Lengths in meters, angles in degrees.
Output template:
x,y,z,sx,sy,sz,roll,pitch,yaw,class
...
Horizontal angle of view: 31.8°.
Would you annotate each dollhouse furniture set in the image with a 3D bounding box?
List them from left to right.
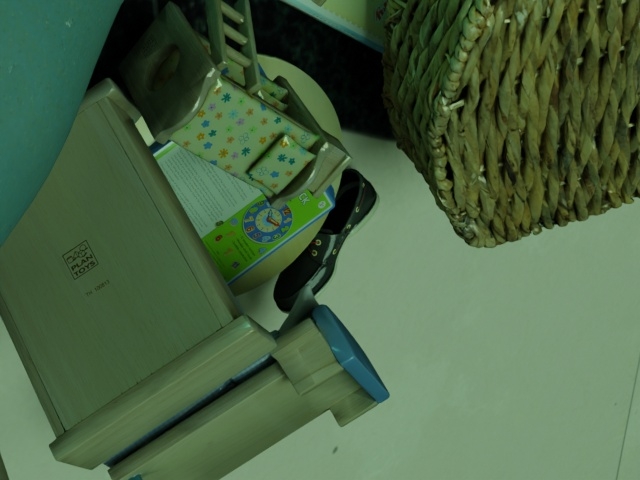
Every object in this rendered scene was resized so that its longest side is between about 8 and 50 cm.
x,y,z,sx,sy,sz,roll,pitch,yaw,class
-0.140,0.084,0.804,0.286,0.198,0.303,-33,156,3,dollhouse furniture set
-0.003,-0.107,0.735,0.182,0.101,0.161,28,110,-40,dollhouse furniture set

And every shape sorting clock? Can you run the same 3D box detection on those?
x,y,z,sx,sy,sz,roll,pitch,yaw,class
-0.074,-0.044,0.845,0.206,0.040,0.206,-15,127,-22,shape sorting clock

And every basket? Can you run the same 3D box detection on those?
x,y,z,sx,sy,sz,roll,pitch,yaw,class
0.137,-0.169,0.848,0.213,0.223,0.299,-17,145,-9,basket

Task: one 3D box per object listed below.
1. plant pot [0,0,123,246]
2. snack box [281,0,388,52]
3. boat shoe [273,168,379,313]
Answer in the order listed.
x,y,z,sx,sy,sz,roll,pitch,yaw,class
-0.224,-0.108,0.520,0.255,0.271,0.272,-55,141,-24,plant pot
0.059,-0.306,0.785,0.187,0.060,0.322,18,103,-47,snack box
-0.001,-0.001,0.935,0.133,0.049,0.042,-56,142,-10,boat shoe
